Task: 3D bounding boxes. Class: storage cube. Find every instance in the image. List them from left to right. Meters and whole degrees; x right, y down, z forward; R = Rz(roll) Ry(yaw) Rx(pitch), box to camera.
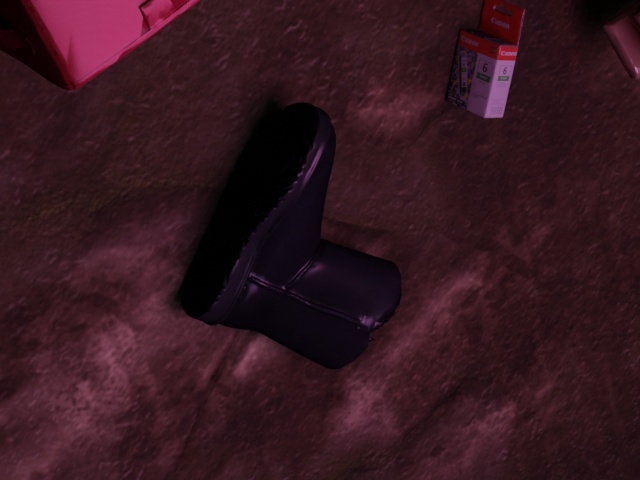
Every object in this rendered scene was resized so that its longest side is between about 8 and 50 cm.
[{"bbox_3d":[-0.207,-0.267,1.447,0.215,0.184,0.193,-38,129,-18],"label":"storage cube"}]

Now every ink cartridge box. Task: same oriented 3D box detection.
[{"bbox_3d":[0.168,-0.188,1.857,0.029,0.063,0.115,-4,113,-39],"label":"ink cartridge box"}]

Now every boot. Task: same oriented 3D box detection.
[{"bbox_3d":[0.000,0.000,1.793,0.207,0.094,0.246,19,105,-38],"label":"boot"}]

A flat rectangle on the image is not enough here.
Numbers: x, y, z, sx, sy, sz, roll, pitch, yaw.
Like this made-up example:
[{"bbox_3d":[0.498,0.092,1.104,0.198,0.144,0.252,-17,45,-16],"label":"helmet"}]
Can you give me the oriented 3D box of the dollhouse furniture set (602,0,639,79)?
[{"bbox_3d":[0.392,-0.397,1.750,0.256,0.362,0.394,-35,98,-18],"label":"dollhouse furniture set"}]
